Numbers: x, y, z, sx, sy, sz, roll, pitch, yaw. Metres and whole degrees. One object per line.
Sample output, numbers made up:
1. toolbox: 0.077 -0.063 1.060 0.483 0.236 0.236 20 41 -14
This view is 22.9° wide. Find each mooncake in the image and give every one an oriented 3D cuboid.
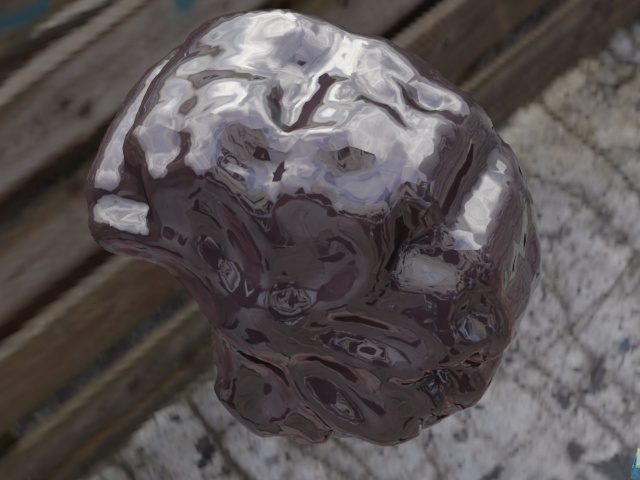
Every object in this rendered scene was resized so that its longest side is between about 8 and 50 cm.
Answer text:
1. mooncake: 0.000 0.000 1.302 0.350 0.381 0.212 -22 29 40

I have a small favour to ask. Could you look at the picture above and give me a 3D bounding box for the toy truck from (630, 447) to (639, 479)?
1. toy truck: 0.438 0.260 1.756 0.175 0.081 0.067 16 30 5
